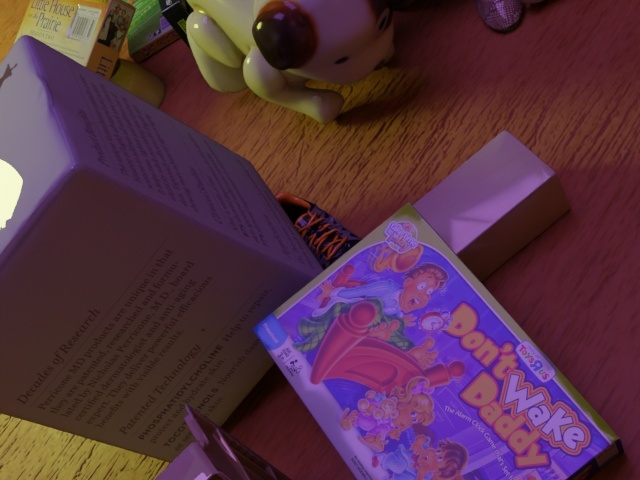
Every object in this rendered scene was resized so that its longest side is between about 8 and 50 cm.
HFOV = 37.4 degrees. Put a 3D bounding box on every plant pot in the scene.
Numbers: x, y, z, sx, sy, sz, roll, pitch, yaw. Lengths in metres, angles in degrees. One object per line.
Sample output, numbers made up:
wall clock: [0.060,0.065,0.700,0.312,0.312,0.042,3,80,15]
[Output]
plant pot: [-0.375,-0.289,1.789,0.134,0.095,0.134,-19,46,22]

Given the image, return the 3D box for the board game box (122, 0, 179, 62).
board game box: [-0.350,-0.479,1.972,0.124,0.039,0.259,-28,47,12]

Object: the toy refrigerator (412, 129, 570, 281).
toy refrigerator: [0.169,-0.002,1.180,0.269,0.094,0.102,-40,50,1]

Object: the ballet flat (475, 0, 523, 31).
ballet flat: [0.263,-0.407,1.460,0.073,0.067,0.206,-20,47,17]

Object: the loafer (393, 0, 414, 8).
loafer: [0.084,-0.472,1.614,0.092,0.102,0.268,-50,43,-2]

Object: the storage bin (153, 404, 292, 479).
storage bin: [-0.153,0.342,1.002,0.262,0.260,0.123,-44,47,-3]

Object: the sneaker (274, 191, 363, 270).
sneaker: [0.000,0.000,1.301,0.084,0.083,0.215,-48,45,-10]

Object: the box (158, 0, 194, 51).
box: [-0.234,-0.403,1.719,0.045,0.184,0.190,-32,45,11]

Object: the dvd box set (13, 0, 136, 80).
dvd box set: [-0.521,-0.273,1.795,0.308,0.062,0.420,22,92,44]

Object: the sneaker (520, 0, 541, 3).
sneaker: [0.390,-0.419,1.374,0.235,0.090,0.095,-36,52,7]

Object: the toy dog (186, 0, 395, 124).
toy dog: [-0.035,-0.371,1.421,0.285,0.395,0.408,-35,35,-12]

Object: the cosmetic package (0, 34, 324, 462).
cosmetic package: [-0.269,0.020,1.195,0.327,0.394,0.329,-50,41,14]

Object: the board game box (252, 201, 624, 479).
board game box: [0.116,0.158,1.023,0.233,0.078,0.347,-40,60,1]
